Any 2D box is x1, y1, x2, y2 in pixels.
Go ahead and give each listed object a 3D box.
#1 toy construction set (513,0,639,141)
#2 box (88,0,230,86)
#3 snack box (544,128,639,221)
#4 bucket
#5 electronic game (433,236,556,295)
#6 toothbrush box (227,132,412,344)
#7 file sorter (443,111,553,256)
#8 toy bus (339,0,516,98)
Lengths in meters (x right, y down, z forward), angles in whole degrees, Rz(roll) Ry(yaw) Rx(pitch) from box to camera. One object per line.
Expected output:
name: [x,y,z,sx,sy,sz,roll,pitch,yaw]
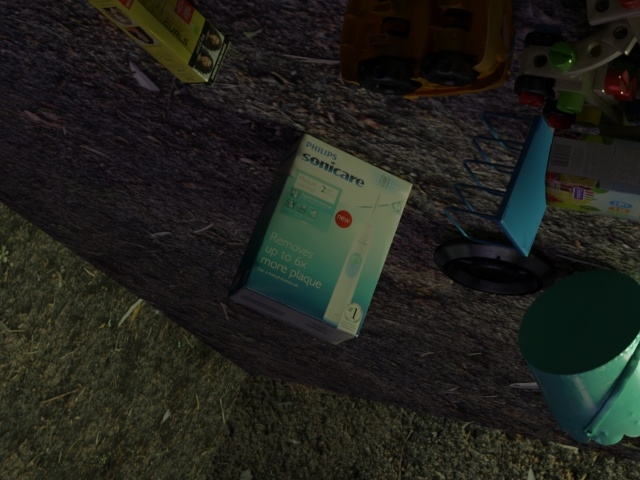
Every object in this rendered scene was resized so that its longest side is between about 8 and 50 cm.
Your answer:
toy construction set: [0.353,-0.187,1.500,0.215,0.151,0.328,10,160,30]
box: [-0.231,-0.319,1.890,0.058,0.087,0.232,4,155,39]
snack box: [0.376,-0.069,1.556,0.207,0.070,0.174,9,174,12]
bucket: [0.494,0.198,2.292,0.281,0.281,0.183,4,142,43]
electronic game: [0.324,0.048,2.418,0.229,0.048,0.229,11,160,4]
toothbrush box: [0.000,0.000,2.232,0.216,0.295,0.126,26,161,-12]
file sorter: [0.265,-0.085,1.883,0.104,0.170,0.118,12,161,34]
toy bus: [0.166,-0.239,1.602,0.220,0.149,0.211,1,167,42]
